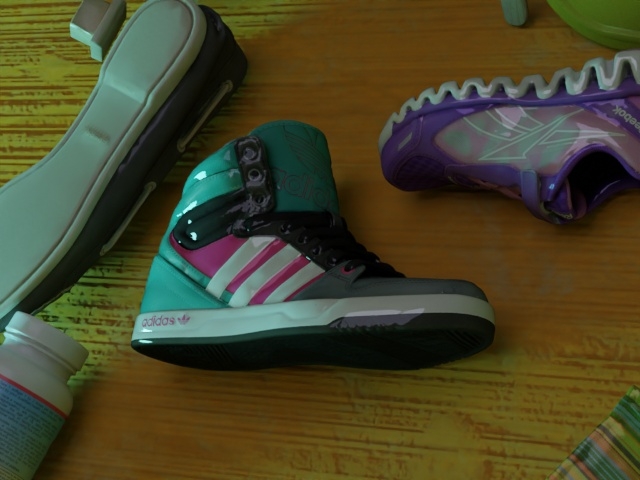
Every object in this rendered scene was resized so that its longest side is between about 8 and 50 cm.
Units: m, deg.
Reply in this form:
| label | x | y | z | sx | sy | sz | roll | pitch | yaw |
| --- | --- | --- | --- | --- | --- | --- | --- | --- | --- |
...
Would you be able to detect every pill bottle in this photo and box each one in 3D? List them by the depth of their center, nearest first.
| label | x | y | z | sx | sy | sz | roll | pitch | yaw |
| --- | --- | --- | --- | --- | --- | --- | --- | --- | --- |
| pill bottle | -0.246 | 0.139 | 1.540 | 0.087 | 0.087 | 0.160 | 20 | 74 | 38 |

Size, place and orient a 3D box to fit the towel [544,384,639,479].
| label | x | y | z | sx | sy | sz | roll | pitch | yaw |
| --- | --- | --- | --- | --- | --- | --- | --- | --- | --- |
| towel | 0.154 | 0.207 | 1.294 | 0.237 | 0.021 | 0.102 | -46 | 48 | 1 |

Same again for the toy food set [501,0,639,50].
| label | x | y | z | sx | sy | sz | roll | pitch | yaw |
| --- | --- | --- | --- | --- | --- | --- | --- | --- | --- |
| toy food set | 0.222 | -0.207 | 1.445 | 0.218 | 0.128 | 0.071 | 18 | 53 | 43 |

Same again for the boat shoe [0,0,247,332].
| label | x | y | z | sx | sy | sz | roll | pitch | yaw |
| --- | --- | --- | --- | --- | --- | --- | --- | --- | --- |
| boat shoe | -0.176 | -0.044 | 1.619 | 0.335 | 0.095 | 0.112 | -53 | 48 | 0 |

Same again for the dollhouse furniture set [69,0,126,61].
| label | x | y | z | sx | sy | sz | roll | pitch | yaw |
| --- | --- | --- | --- | --- | --- | --- | --- | --- | --- |
| dollhouse furniture set | -0.050 | -0.313 | 1.607 | 0.173 | 0.303 | 0.355 | 27 | 78 | 1 |

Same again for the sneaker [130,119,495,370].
| label | x | y | z | sx | sy | sz | roll | pitch | yaw |
| --- | --- | --- | --- | --- | --- | --- | --- | --- | --- |
| sneaker | 0.000 | 0.000 | 1.456 | 0.295 | 0.124 | 0.178 | -3 | 71 | 32 |

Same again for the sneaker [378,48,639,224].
| label | x | y | z | sx | sy | sz | roll | pitch | yaw |
| --- | --- | --- | --- | --- | --- | --- | --- | --- | --- |
| sneaker | 0.149 | -0.059 | 1.417 | 0.236 | 0.095 | 0.105 | -10 | 66 | 26 |
